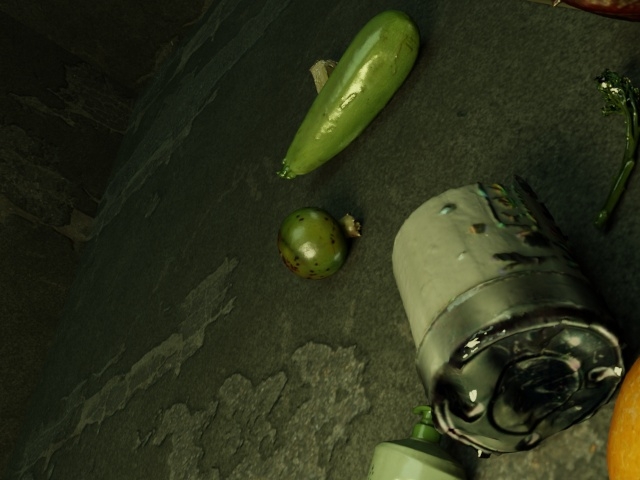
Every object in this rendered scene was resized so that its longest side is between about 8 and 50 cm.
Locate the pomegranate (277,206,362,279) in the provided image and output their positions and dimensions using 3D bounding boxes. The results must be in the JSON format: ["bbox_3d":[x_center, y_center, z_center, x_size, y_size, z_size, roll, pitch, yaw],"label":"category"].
[{"bbox_3d":[-0.006,0.005,1.118,0.130,0.130,0.130,-40,34,34],"label":"pomegranate"}]

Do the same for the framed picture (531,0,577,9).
[{"bbox_3d":[0.369,-0.440,1.006,0.211,0.020,0.289,-55,28,10],"label":"framed picture"}]

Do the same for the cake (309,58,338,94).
[{"bbox_3d":[0.024,-0.314,1.449,0.052,0.065,0.121,-33,60,40],"label":"cake"}]

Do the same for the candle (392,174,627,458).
[{"bbox_3d":[0.169,0.040,0.715,0.187,0.187,0.330,-46,30,25],"label":"candle"}]

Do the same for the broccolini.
[{"bbox_3d":[0.321,-0.102,0.748,0.052,0.054,0.194,-6,59,35],"label":"broccolini"}]

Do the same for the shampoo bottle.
[{"bbox_3d":[0.087,0.284,0.716,0.118,0.087,0.234,-14,52,58],"label":"shampoo bottle"}]

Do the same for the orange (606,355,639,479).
[{"bbox_3d":[0.289,0.150,0.425,0.224,0.170,0.224,-38,46,55],"label":"orange"}]

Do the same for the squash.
[{"bbox_3d":[0.050,-0.246,1.255,0.371,0.118,0.118,-53,28,20],"label":"squash"}]

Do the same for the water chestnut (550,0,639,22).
[{"bbox_3d":[0.350,-0.388,0.685,0.350,0.302,0.351,-37,34,30],"label":"water chestnut"}]
